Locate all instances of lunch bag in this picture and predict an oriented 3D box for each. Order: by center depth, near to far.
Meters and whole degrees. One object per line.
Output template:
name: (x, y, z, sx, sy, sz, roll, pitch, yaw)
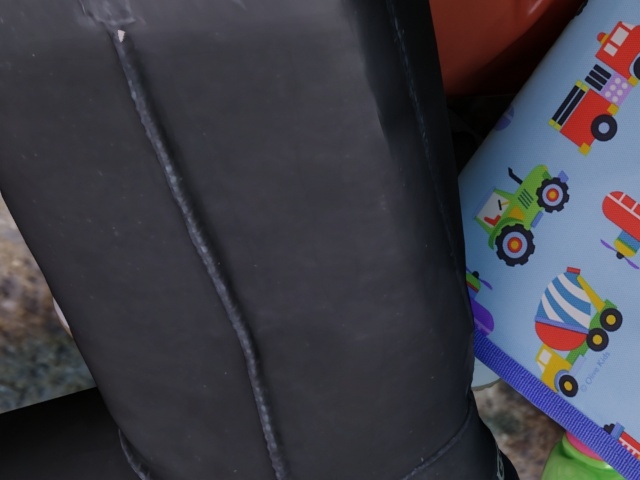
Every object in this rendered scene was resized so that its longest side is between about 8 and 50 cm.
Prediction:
lunch bag: (0.214, 0.024, 0.935, 0.221, 0.293, 0.138, -55, 143, 9)

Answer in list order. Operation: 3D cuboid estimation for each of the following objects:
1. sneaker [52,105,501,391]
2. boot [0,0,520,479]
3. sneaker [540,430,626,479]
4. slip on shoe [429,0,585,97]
sneaker: (0.000, 0.000, 1.081, 0.282, 0.099, 0.153, 5, 129, -22)
boot: (-0.110, 0.017, 0.878, 0.367, 0.146, 0.445, -7, 139, 10)
sneaker: (0.374, 0.148, 1.265, 0.483, 0.185, 0.202, -9, 148, -1)
slip on shoe: (0.026, -0.113, 0.996, 0.331, 0.101, 0.123, 1, 126, -15)
